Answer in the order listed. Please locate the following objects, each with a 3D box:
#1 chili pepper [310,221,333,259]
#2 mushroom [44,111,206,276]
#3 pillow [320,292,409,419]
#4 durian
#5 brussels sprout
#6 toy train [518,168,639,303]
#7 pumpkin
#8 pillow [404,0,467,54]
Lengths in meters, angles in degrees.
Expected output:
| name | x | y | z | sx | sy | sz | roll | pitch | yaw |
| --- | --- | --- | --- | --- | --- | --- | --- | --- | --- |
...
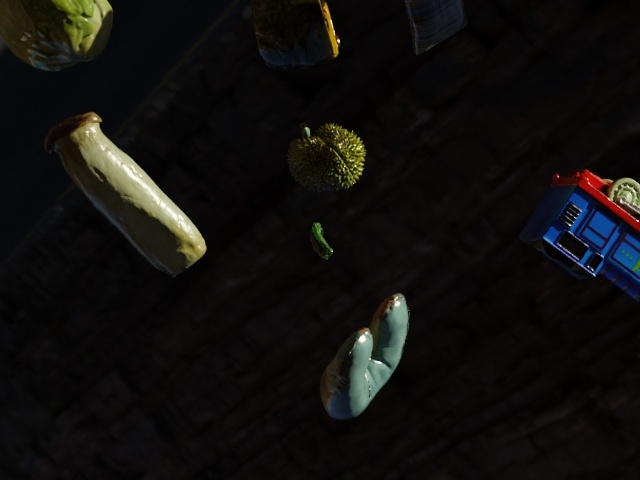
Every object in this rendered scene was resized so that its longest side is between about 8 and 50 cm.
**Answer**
| name | x | y | z | sx | sy | sz | roll | pitch | yaw |
| --- | --- | --- | --- | --- | --- | --- | --- | --- | --- |
| chili pepper | -0.006 | -0.005 | 2.033 | 0.035 | 0.055 | 0.118 | -28 | -153 | 2 |
| mushroom | -0.306 | -0.070 | 1.581 | 0.100 | 0.312 | 0.081 | -32 | -155 | 15 |
| pillow | 0.080 | 0.195 | 1.679 | 0.233 | 0.086 | 0.214 | -39 | 154 | -46 |
| durian | 0.006 | -0.176 | 2.243 | 0.198 | 0.146 | 0.159 | -1 | -149 | 33 |
| brussels sprout | -0.490 | -0.408 | 1.797 | 0.223 | 0.223 | 0.161 | -41 | 173 | 22 |
| toy train | 0.346 | 0.005 | 1.165 | 0.131 | 0.204 | 0.083 | -56 | -171 | -5 |
| pumpkin | -0.046 | -0.448 | 1.917 | 0.139 | 0.190 | 0.280 | -9 | -138 | 13 |
| pillow | 0.182 | -0.407 | 1.624 | 0.113 | 0.038 | 0.203 | -32 | 136 | -11 |
